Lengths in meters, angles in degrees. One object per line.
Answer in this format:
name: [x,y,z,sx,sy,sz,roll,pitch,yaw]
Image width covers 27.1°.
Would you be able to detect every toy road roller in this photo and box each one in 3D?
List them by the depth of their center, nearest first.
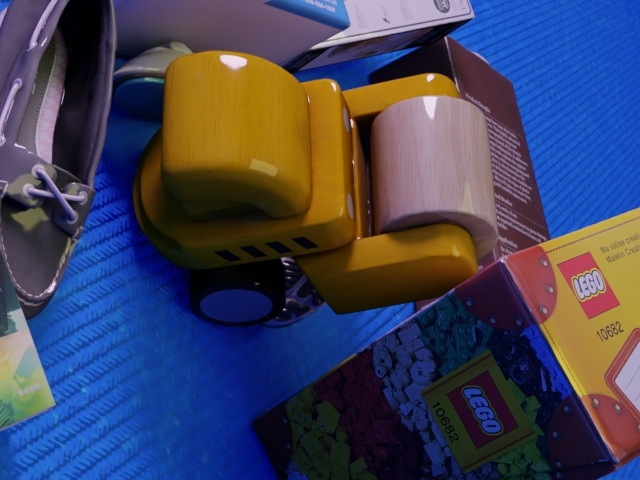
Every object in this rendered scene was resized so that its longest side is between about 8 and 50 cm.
toy road roller: [-0.015,-0.065,1.227,0.240,0.329,0.203,58,26,-57]

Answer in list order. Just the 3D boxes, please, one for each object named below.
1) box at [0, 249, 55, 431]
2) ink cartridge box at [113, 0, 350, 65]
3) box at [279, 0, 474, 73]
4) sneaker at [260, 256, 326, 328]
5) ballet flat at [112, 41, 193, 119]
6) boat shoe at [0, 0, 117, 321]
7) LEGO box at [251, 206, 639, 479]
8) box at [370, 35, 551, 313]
box: [-0.317,0.001,0.915,0.232,0.058,0.322,-20,92,-66]
ink cartridge box: [-0.154,-0.390,1.384,0.285,0.166,0.395,7,64,-55]
box: [0.038,-0.314,1.637,0.290,0.087,0.169,-19,85,-39]
sneaker: [0.000,0.000,1.427,0.107,0.110,0.275,30,51,5]
ballet flat: [-0.137,-0.154,1.340,0.248,0.086,0.086,27,47,-62]
boat shoe: [-0.232,-0.091,1.114,0.112,0.095,0.335,37,40,-43]
LEGO box: [0.242,0.128,1.331,0.500,0.372,0.193,-16,74,-47]
box: [0.197,-0.060,1.776,0.191,0.143,0.381,24,52,-50]
